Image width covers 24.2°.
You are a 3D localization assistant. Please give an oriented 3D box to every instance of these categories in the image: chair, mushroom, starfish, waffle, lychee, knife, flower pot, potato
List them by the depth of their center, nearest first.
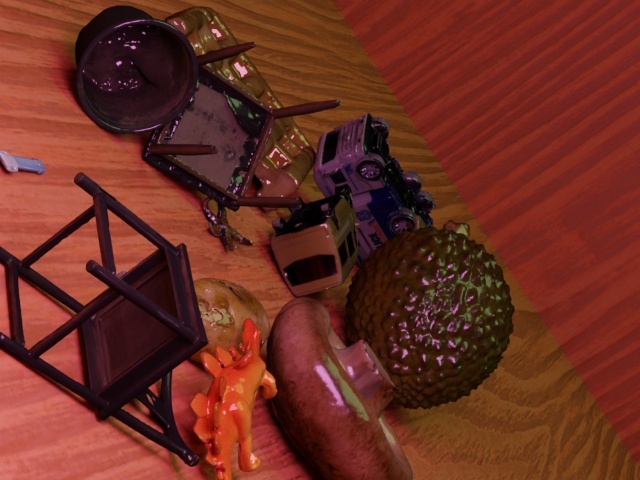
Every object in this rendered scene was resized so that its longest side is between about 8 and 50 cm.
[{"bbox_3d":[-0.180,0.083,1.431,0.260,0.141,0.155,40,21,-38],"label":"chair"},{"bbox_3d":[-0.318,-0.081,1.591,0.027,0.010,0.096,57,12,9],"label":"knife"},{"bbox_3d":[-0.116,0.094,1.720,0.170,0.080,0.107,25,49,-65],"label":"potato"},{"bbox_3d":[0.021,0.195,1.811,0.278,0.146,0.278,59,2,-4],"label":"mushroom"},{"bbox_3d":[-0.243,-0.227,1.898,0.157,0.157,0.107,45,7,-37],"label":"flower pot"},{"bbox_3d":[-0.137,-0.145,1.997,0.188,0.166,0.272,31,-16,-35],"label":"chair"},{"bbox_3d":[-0.127,-0.016,2.021,0.078,0.028,0.091,25,31,-40],"label":"starfish"},{"bbox_3d":[0.160,0.108,2.221,0.270,0.270,0.320,56,34,3],"label":"lychee"},{"bbox_3d":[-0.134,-0.221,2.366,0.348,0.077,0.304,54,13,-7],"label":"waffle"}]

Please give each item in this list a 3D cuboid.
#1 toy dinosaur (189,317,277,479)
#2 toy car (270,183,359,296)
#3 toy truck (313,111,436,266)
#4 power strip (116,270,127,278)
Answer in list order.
[{"bbox_3d":[-0.096,0.177,1.561,0.288,0.070,0.117,-81,158,-47],"label":"toy dinosaur"},{"bbox_3d":[0.000,0.000,2.251,0.257,0.101,0.124,-53,126,-75],"label":"toy car"},{"bbox_3d":[0.080,-0.073,2.493,0.268,0.155,0.124,56,28,-35],"label":"toy truck"},{"bbox_3d":[-0.202,0.068,1.621,0.027,0.017,0.083,36,23,-49],"label":"power strip"}]
